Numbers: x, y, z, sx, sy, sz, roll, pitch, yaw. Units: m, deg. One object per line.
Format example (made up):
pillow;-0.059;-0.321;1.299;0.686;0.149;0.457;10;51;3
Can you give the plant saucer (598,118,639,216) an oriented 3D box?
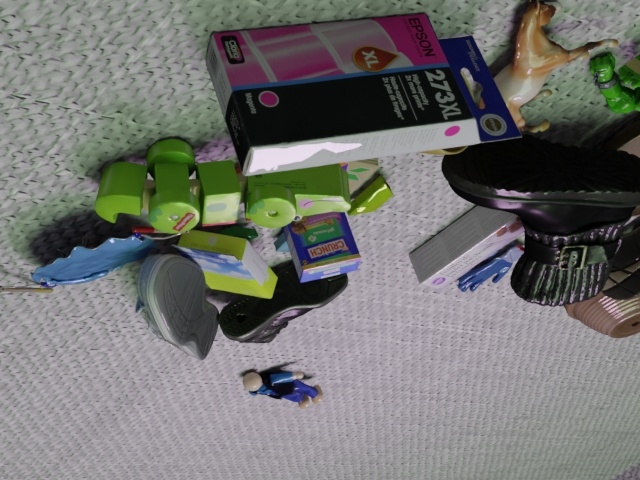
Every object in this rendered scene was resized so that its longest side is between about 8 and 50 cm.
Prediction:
plant saucer;0.572;-0.140;1.984;0.311;0.050;0.310;-14;151;-8

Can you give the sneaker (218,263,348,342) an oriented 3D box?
sneaker;-0.063;0.105;1.987;0.228;0.087;0.130;-29;171;-8

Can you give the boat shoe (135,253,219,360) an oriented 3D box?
boat shoe;-0.235;0.101;1.825;0.103;0.118;0.320;16;164;12

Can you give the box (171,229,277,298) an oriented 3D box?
box;-0.144;0.033;1.795;0.109;0.042;0.178;9;159;19

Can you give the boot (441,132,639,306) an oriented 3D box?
boot;0.327;-0.023;1.844;0.348;0.131;0.260;8;135;-12

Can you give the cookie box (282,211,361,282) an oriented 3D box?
cookie box;0.000;0.000;1.748;0.092;0.107;0.040;-12;152;-13

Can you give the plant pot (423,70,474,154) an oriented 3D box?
plant pot;0.130;-0.173;1.583;0.095;0.134;0.134;-10;164;42

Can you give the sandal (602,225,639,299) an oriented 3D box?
sandal;0.635;0.012;2.233;0.086;0.120;0.303;-10;153;-47

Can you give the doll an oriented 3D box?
doll;-0.079;0.289;2.335;0.129;0.046;0.189;-28;146;35

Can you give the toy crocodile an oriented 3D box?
toy crocodile;-0.128;-0.064;1.572;0.341;0.115;0.105;-2;143;-10

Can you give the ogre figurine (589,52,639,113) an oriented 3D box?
ogre figurine;0.496;-0.228;1.726;0.197;0.096;0.118;-18;151;-1

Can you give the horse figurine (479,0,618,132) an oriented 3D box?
horse figurine;0.290;-0.222;1.642;0.175;0.066;0.263;-4;147;-37

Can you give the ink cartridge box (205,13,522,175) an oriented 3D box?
ink cartridge box;0.060;-0.185;1.441;0.371;0.175;0.069;-8;149;-21

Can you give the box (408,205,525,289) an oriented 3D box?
box;0.291;-0.028;1.988;0.324;0.067;0.063;-39;146;30

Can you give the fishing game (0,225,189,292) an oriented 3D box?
fishing game;-0.324;0.021;1.693;0.264;0.041;0.189;-23;169;25

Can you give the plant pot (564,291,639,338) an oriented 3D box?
plant pot;0.628;0.126;2.431;0.237;0.109;0.237;-16;152;-9

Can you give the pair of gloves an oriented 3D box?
pair of gloves;0.289;0.040;2.154;0.159;0.023;0.198;-35;148;29

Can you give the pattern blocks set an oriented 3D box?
pattern blocks set;-0.010;-0.083;1.738;0.325;0.026;0.285;-37;147;30
